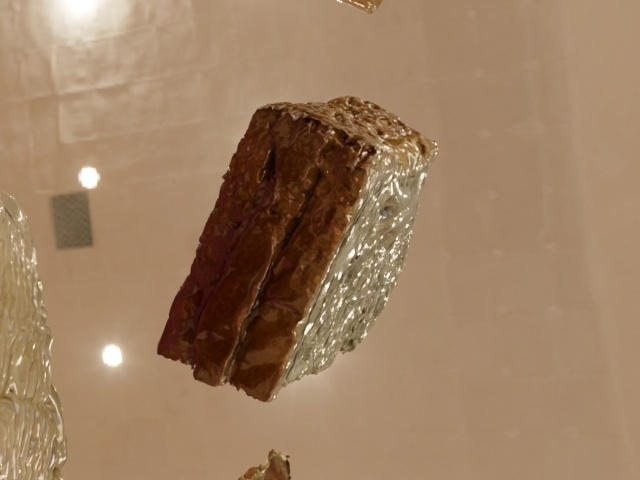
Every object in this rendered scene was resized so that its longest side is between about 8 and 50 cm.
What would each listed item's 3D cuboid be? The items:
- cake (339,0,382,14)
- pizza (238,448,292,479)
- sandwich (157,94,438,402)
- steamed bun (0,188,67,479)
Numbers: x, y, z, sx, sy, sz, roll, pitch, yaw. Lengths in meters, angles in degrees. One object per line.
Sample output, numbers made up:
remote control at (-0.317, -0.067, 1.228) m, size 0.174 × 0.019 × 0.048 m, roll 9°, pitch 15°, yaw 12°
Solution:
cake at (0.120, -0.398, 1.286) m, size 0.321 × 0.332 × 0.332 m, roll 15°, pitch -73°, yaw -8°
pizza at (-0.067, 0.384, 1.490) m, size 0.089 × 0.323 × 0.223 m, roll -8°, pitch -97°, yaw -4°
sandwich at (0.000, -0.001, 1.121) m, size 0.131 × 0.325 × 0.262 m, roll 27°, pitch -76°, yaw 14°
steamed bun at (-0.296, 0.098, 0.736) m, size 0.219 × 0.324 × 0.309 m, roll -9°, pitch -101°, yaw 2°
